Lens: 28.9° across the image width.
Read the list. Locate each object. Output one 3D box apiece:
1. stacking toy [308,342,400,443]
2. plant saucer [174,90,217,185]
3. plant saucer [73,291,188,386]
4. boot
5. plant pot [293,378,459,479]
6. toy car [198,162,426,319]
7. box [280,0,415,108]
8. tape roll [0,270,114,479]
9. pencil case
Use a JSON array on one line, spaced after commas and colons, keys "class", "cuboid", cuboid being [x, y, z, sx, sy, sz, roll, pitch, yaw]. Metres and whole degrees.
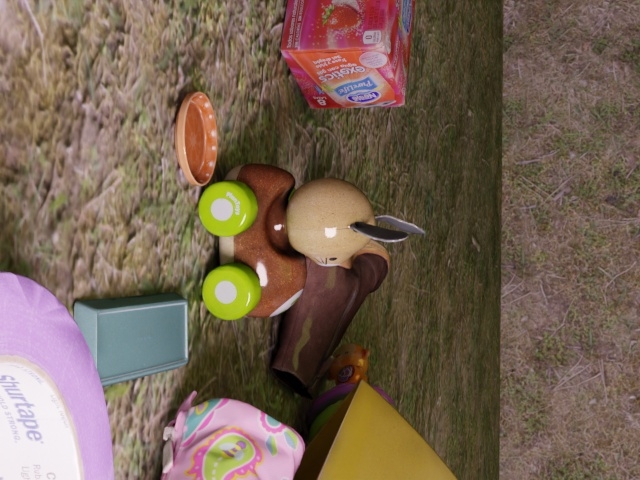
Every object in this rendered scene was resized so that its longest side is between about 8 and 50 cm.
[{"class": "stacking toy", "cuboid": [0.045, 0.230, 1.450, 0.166, 0.175, 0.301, 37, 29, -32]}, {"class": "plant saucer", "cuboid": [-0.111, -0.090, 1.101, 0.083, 0.013, 0.083, 0, 90, -74]}, {"class": "plant saucer", "cuboid": [-0.143, 0.077, 0.975, 0.192, 0.018, 0.067, 1, 89, -76]}, {"class": "boot", "cuboid": [0.004, 0.083, 1.444, 0.248, 0.090, 0.206, 53, 52, -68]}, {"class": "plant pot", "cuboid": [0.037, 0.297, 1.141, 0.212, 0.187, 0.212, -54, -179, 27]}, {"class": "toy car", "cuboid": [0.000, 0.000, 1.172, 0.155, 0.189, 0.148, -25, 113, -73]}, {"class": "box", "cuboid": [0.041, -0.293, 1.449, 0.128, 0.123, 0.256, 60, 34, -60]}, {"class": "tape roll", "cuboid": [-0.201, 0.152, 0.629, 0.275, 0.090, 0.274, 1, 90, -75]}, {"class": "pencil case", "cuboid": [-0.097, 0.252, 0.966, 0.284, 0.124, 0.124, -75, 158, -46]}]
